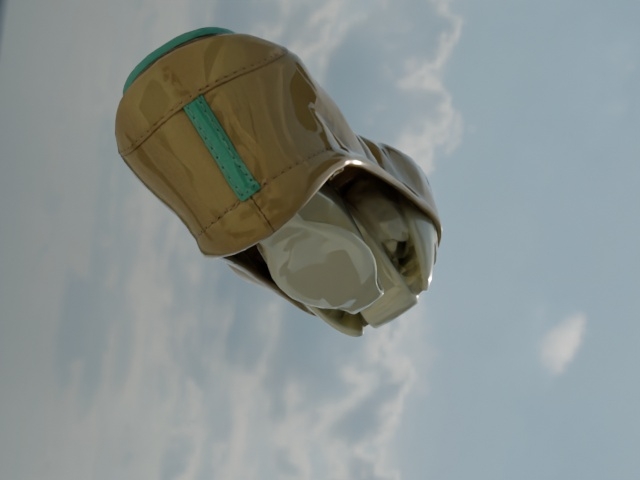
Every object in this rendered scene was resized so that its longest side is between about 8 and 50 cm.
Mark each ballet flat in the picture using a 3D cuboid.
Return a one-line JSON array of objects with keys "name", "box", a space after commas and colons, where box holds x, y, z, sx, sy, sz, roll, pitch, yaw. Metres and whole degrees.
[{"name": "ballet flat", "box": [0.000, 0.000, 0.479, 0.073, 0.080, 0.232, 57, 11, 21]}]
